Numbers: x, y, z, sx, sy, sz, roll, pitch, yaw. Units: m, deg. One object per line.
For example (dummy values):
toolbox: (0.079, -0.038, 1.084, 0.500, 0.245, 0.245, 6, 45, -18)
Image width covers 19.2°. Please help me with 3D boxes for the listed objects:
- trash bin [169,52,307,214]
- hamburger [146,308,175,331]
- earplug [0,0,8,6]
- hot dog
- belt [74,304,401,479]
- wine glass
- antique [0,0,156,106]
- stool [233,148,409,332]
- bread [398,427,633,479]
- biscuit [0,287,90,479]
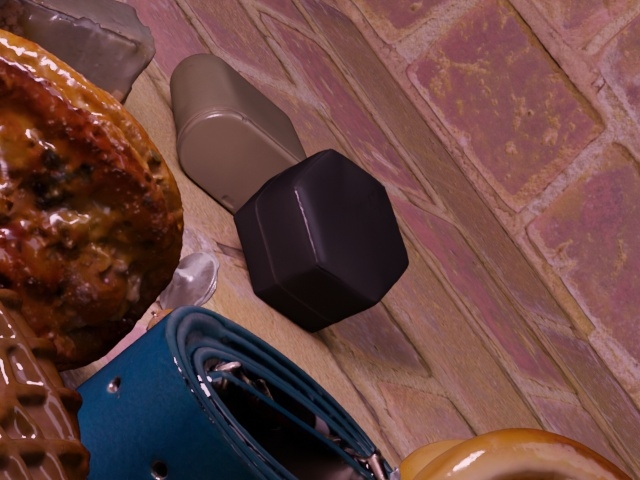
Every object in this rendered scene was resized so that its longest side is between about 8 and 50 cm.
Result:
trash bin: (-0.113, -0.143, 2.755, 0.243, 0.121, 0.247, 40, 15, -25)
hamburger: (-0.145, 0.119, 2.109, 0.176, 0.087, 0.102, 25, 29, -49)
earplug: (-0.463, -0.436, 2.183, 0.312, 0.312, 0.394, 30, 25, -47)
hot dog: (-0.302, -0.042, 1.811, 0.387, 0.267, 0.174, 43, -13, -24)
belt: (-0.060, 0.247, 1.878, 0.436, 0.173, 0.300, 34, 22, -41)
wine glass: (-0.207, 0.010, 2.182, 0.183, 0.122, 0.122, 43, 16, -39)
antique: (-0.364, -0.267, 2.399, 0.284, 0.150, 0.125, 27, 21, -32)
stool: (0.000, 0.000, 2.576, 0.232, 0.141, 0.232, 29, 49, -40)
bread: (0.258, 0.425, 2.266, 0.424, 0.329, 0.245, 45, -25, -8)
biscuit: (-0.314, 0.132, 1.573, 0.268, 0.115, 0.366, 39, 23, -34)
